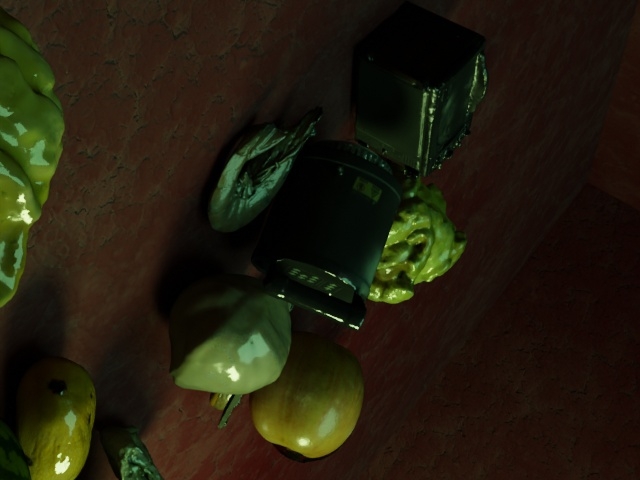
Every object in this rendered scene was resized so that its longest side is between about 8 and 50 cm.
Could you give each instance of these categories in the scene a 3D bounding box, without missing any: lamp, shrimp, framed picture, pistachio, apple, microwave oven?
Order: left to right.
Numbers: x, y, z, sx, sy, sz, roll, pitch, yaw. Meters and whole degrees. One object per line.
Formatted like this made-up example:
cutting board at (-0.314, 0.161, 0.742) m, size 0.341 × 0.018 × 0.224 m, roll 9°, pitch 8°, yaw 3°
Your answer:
pistachio at (-0.149, 0.161, 1.670) m, size 0.226 × 0.208 × 0.332 m, roll -45°, pitch 174°, yaw -5°
shrimp at (-0.099, -0.125, 1.580) m, size 0.254 × 0.059 × 0.145 m, roll -55°, pitch 149°, yaw 7°
framed picture at (-0.116, 0.215, 1.946) m, size 0.281 × 0.019 × 0.209 m, roll -61°, pitch -177°, yaw 8°
apple at (-0.031, 0.323, 2.069) m, size 0.242 × 0.242 × 0.241 m, roll 78°, pitch 30°, yaw -61°
lamp at (0.017, -0.032, 1.678) m, size 0.374 × 0.205 × 0.272 m, roll -138°, pitch -110°, yaw -81°
microwave oven at (0.176, -0.261, 1.798) m, size 0.178 × 0.188 × 0.247 m, roll -45°, pitch 156°, yaw -28°

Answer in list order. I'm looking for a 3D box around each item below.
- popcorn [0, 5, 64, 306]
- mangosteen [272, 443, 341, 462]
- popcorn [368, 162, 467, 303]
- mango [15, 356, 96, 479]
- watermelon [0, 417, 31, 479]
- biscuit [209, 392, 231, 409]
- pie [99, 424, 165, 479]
popcorn at (-0.387, -0.063, 0.768) m, size 0.382 × 0.349 × 0.349 m, roll 20°, pitch 103°, yaw -42°
mangosteen at (-0.030, 0.401, 2.272) m, size 0.210 × 0.210 × 0.210 m, roll -46°, pitch 156°, yaw -27°
popcorn at (0.162, -0.019, 2.086) m, size 0.242 × 0.235 × 0.250 m, roll -51°, pitch 125°, yaw -44°
mango at (-0.373, 0.266, 1.415) m, size 0.109 × 0.157 × 0.262 m, roll -1°, pitch 141°, yaw -20°
watermelon at (-0.453, 0.293, 1.082) m, size 0.285 × 0.285 × 0.285 m, roll -46°, pitch 156°, yaw -27°
biscuit at (-0.161, 0.229, 1.889) m, size 0.170 × 0.050 × 0.170 m, roll -61°, pitch -178°, yaw 4°
pie at (-0.269, 0.446, 1.657) m, size 0.075 × 0.337 × 0.337 m, roll -25°, pitch 150°, yaw -12°
